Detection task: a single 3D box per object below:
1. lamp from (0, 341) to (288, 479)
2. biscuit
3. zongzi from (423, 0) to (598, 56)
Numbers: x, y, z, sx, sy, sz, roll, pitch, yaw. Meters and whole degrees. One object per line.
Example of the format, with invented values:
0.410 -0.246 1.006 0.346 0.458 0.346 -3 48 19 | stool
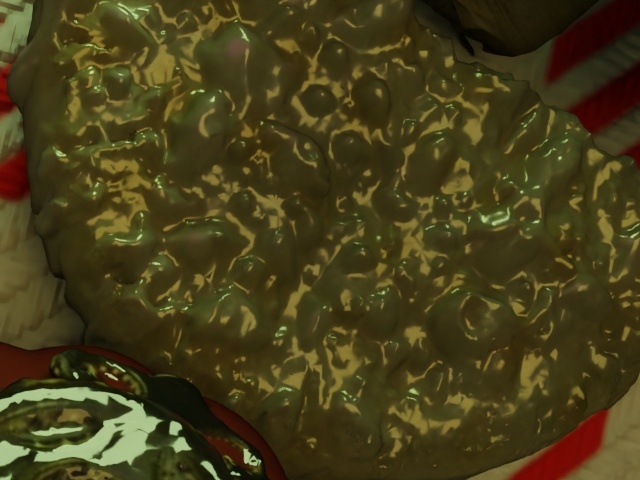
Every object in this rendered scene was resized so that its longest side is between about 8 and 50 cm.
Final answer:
-0.094 0.138 0.478 0.227 0.227 0.226 0 91 -23 | lamp
0.000 0.000 0.580 0.281 0.084 0.179 30 84 -18 | biscuit
0.050 -0.147 0.537 0.099 0.197 0.194 -40 109 0 | zongzi
